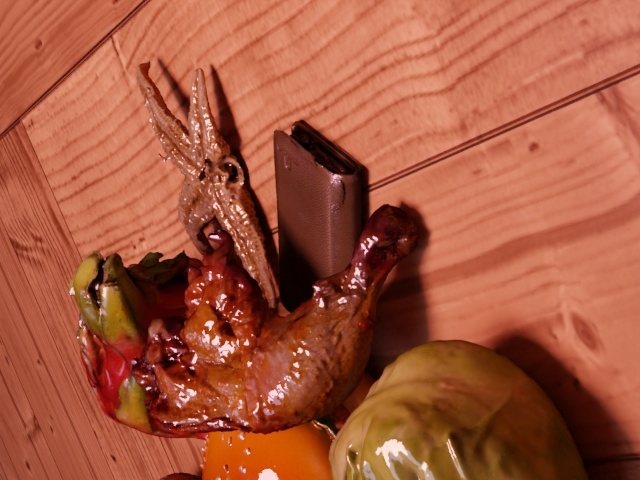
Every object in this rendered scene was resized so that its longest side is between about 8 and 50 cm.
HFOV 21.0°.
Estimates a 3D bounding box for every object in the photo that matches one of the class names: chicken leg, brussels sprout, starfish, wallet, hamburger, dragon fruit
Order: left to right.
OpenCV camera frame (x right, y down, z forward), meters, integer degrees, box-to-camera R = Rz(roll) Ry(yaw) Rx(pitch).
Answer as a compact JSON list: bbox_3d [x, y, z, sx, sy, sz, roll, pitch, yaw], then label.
[{"bbox_3d":[-0.157,0.082,1.671,0.200,0.198,0.269,-101,-13,-55],"label":"dragon fruit"},{"bbox_3d":[-0.111,-0.049,1.636,0.138,0.050,0.247,9,119,60],"label":"starfish"},{"bbox_3d":[-0.040,0.073,1.443,0.323,0.083,0.177,-9,82,41],"label":"chicken leg"},{"bbox_3d":[-0.017,0.227,1.550,0.246,0.170,0.246,41,146,37],"label":"hamburger"},{"bbox_3d":[0.000,0.000,1.485,0.110,0.031,0.198,42,145,42],"label":"wallet"},{"bbox_3d":[0.111,0.178,1.290,0.223,0.161,0.223,39,163,14],"label":"brussels sprout"}]

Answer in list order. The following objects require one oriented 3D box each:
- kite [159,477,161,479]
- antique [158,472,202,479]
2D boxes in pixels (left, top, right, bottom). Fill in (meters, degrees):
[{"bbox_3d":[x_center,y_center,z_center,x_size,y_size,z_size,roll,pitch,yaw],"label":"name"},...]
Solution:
[{"bbox_3d":[-0.165,0.402,2.169,0.250,0.012,0.229,3,113,63],"label":"kite"},{"bbox_3d":[-0.161,0.315,1.986,0.104,0.104,0.104,43,146,39],"label":"antique"}]
